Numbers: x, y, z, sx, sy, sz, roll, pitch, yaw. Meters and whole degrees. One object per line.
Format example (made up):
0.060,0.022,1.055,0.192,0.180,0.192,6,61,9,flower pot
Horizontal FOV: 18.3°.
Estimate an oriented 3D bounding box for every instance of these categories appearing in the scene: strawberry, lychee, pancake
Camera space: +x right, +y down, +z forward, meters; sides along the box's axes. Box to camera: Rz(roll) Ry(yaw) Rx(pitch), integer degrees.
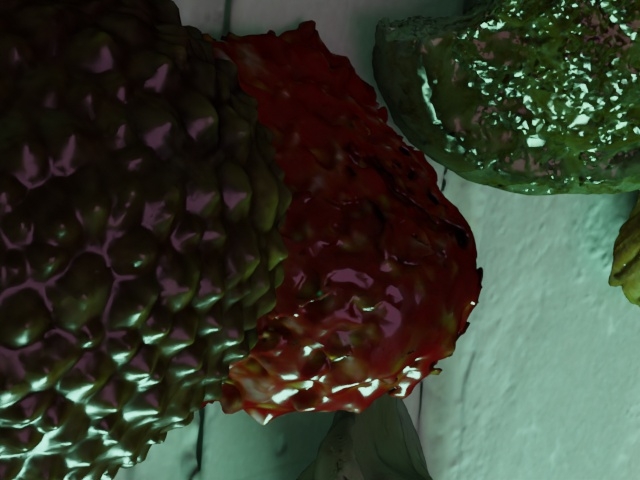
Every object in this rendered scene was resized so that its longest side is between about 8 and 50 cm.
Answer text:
0.000,0.000,1.051,0.234,0.178,0.234,-18,117,-40,strawberry
-0.145,-0.010,0.859,0.267,0.267,0.267,-17,119,-33,lychee
0.159,-0.111,1.128,0.253,0.037,0.254,-4,135,-4,pancake

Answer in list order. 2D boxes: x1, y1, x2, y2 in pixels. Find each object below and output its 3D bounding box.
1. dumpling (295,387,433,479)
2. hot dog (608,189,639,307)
0.028,0.214,1.180,0.163,0.204,0.293,-28,133,-6,dumpling
0.277,-0.059,1.285,0.175,0.114,0.259,-10,115,-48,hot dog
